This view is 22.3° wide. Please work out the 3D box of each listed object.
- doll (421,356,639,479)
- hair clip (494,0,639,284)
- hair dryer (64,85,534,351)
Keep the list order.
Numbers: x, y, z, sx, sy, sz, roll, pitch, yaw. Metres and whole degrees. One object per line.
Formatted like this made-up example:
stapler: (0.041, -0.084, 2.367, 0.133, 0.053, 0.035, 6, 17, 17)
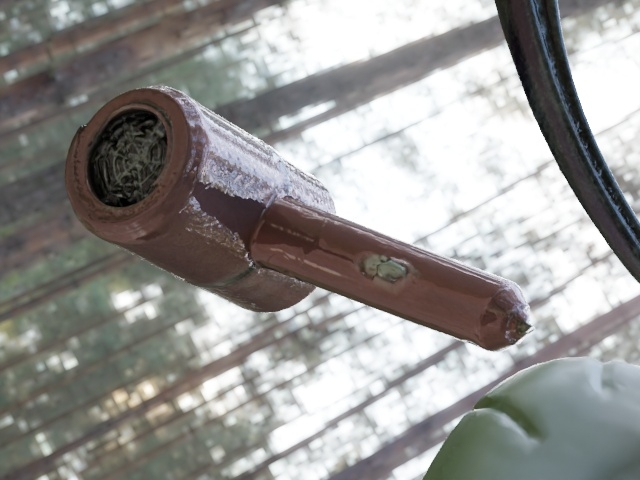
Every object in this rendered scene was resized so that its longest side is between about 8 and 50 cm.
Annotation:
doll: (0.171, 0.063, 0.355, 0.284, 0.268, 0.216, 18, -49, 15)
hair clip: (0.143, -0.098, 0.965, 0.048, 0.083, 0.275, -25, -100, 67)
hair dryer: (0.000, 0.000, 1.182, 0.352, 0.125, 0.210, 19, -7, 35)
